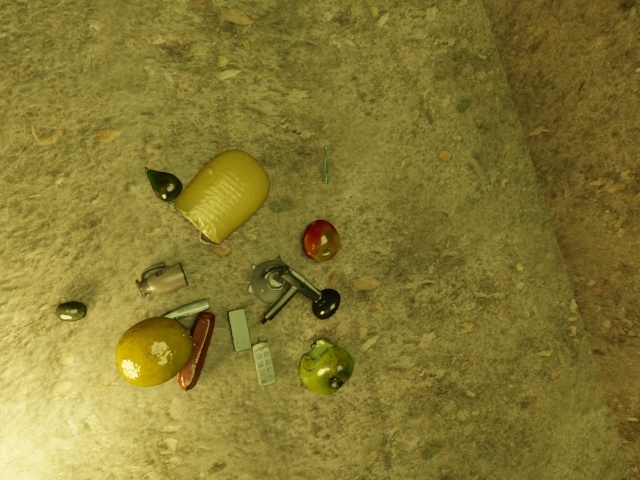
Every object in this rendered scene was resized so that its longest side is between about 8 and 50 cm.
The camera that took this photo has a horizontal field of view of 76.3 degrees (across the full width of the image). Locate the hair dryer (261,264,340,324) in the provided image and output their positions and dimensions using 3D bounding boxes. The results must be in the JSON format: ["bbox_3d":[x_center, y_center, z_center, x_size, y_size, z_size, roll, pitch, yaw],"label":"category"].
[{"bbox_3d":[-0.116,0.276,1.868,0.320,0.156,0.284,32,115,-29],"label":"hair dryer"}]

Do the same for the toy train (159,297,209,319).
[{"bbox_3d":[-0.601,0.306,1.726,0.251,0.055,0.048,-16,90,-22],"label":"toy train"}]

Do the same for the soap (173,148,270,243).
[{"bbox_3d":[-0.418,-0.212,1.819,0.306,0.115,0.427,45,68,-9],"label":"soap"}]

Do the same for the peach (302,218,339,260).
[{"bbox_3d":[0.000,0.000,1.956,0.190,0.192,0.190,-8,124,-13],"label":"peach"}]

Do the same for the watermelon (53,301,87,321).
[{"bbox_3d":[-0.968,0.276,1.581,0.110,0.078,0.078,2,83,-19],"label":"watermelon"}]

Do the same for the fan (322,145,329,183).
[{"bbox_3d":[0.027,-0.382,2.060,0.038,0.016,0.193,2,84,-18],"label":"fan"}]

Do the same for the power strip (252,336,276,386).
[{"bbox_3d":[-0.256,0.548,1.841,0.080,0.029,0.227,-11,88,-21],"label":"power strip"}]

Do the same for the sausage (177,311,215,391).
[{"bbox_3d":[-0.523,0.461,1.717,0.102,0.102,0.330,19,78,-18],"label":"sausage"}]

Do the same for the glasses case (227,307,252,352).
[{"bbox_3d":[-0.360,0.398,1.814,0.077,0.039,0.184,-11,88,-21],"label":"glasses case"}]

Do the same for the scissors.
[{"bbox_3d":[-0.530,-0.079,1.813,0.317,0.024,0.160,34,75,-14],"label":"scissors"}]

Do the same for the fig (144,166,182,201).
[{"bbox_3d":[-0.676,-0.248,1.740,0.177,0.117,0.117,39,72,2],"label":"fig"}]

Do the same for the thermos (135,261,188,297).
[{"bbox_3d":[-0.669,0.160,1.703,0.193,0.105,0.137,-20,65,-15],"label":"thermos"}]

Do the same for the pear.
[{"bbox_3d":[0.023,0.579,1.827,0.164,0.255,0.238,43,76,-13],"label":"pear"}]

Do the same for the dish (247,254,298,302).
[{"bbox_3d":[-0.216,0.177,1.868,0.236,0.086,0.228,-43,99,-20],"label":"dish"}]

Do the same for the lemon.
[{"bbox_3d":[-0.638,0.427,1.583,0.310,0.258,0.258,-29,95,0],"label":"lemon"}]
